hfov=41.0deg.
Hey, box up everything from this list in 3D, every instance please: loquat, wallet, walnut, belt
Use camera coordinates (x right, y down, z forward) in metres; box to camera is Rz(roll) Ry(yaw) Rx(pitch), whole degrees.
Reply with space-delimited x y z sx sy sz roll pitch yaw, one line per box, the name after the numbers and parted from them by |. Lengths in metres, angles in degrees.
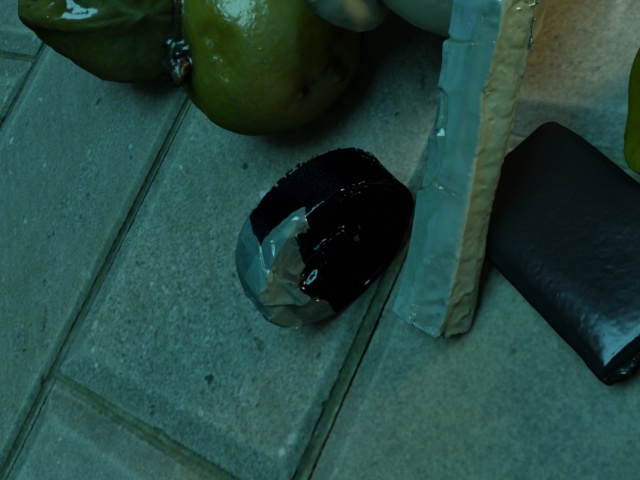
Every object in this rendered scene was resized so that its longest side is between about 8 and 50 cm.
-0.071 -0.236 0.992 0.244 0.244 0.244 -17 59 30 | loquat
0.236 0.003 0.770 0.149 0.044 0.250 -44 48 7 | wallet
-0.298 -0.346 1.217 0.283 0.283 0.227 26 125 42 | walnut
0.000 0.000 0.871 0.198 0.151 0.078 -48 49 10 | belt

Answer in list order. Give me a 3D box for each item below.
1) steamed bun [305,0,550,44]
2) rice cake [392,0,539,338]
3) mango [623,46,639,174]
0.108 -0.372 0.839 0.367 0.342 0.255 67 152 24 | steamed bun
0.130 -0.074 0.774 0.066 0.063 0.336 25 114 42 | rice cake
0.319 -0.128 0.752 0.103 0.076 0.161 20 84 36 | mango
